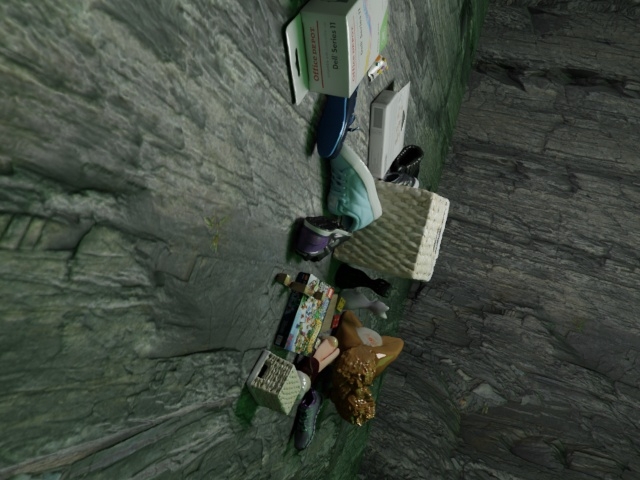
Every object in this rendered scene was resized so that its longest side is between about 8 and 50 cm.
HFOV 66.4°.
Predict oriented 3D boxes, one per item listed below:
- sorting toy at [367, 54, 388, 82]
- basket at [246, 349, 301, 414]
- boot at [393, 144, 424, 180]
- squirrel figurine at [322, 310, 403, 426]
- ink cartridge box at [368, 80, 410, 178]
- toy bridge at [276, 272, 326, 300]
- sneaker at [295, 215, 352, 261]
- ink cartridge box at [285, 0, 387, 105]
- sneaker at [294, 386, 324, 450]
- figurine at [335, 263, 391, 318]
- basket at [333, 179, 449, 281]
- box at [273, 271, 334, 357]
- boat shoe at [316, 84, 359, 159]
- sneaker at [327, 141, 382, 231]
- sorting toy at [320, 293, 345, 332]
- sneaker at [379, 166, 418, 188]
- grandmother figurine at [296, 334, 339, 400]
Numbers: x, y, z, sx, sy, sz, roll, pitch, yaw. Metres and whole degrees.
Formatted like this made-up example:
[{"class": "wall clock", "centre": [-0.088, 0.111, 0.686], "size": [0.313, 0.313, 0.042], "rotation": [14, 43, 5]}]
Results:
[{"class": "sorting toy", "centre": [0.182, -0.561, 1.610], "size": [0.075, 0.044, 0.083], "rotation": [-53, 158, -2]}, {"class": "basket", "centre": [-0.126, 0.408, 1.390], "size": [0.167, 0.103, 0.113], "rotation": [81, 32, -51]}, {"class": "boot", "centre": [0.377, -0.237, 2.220], "size": [0.260, 0.130, 0.348], "rotation": [88, 14, -55]}, {"class": "squirrel figurine", "centre": [0.124, 0.557, 1.978], "size": [0.397, 0.280, 0.371], "rotation": [-52, 167, -66]}, {"class": "ink cartridge box", "centre": [0.259, -0.427, 1.865], "size": [0.261, 0.066, 0.297], "rotation": [-54, 152, -45]}, {"class": "toy bridge", "centre": [-0.060, 0.133, 1.399], "size": [0.188, 0.063, 0.026], "rotation": [32, 73, -46]}, {"class": "sneaker", "centre": [0.000, 0.000, 1.475], "size": [0.124, 0.107, 0.283], "rotation": [-63, 159, 11]}, {"class": "ink cartridge box", "centre": [0.053, -0.491, 1.178], "size": [0.207, 0.119, 0.354], "rotation": [82, 30, -49]}, {"class": "sneaker", "centre": [-0.063, 0.659, 1.826], "size": [0.098, 0.083, 0.224], "rotation": [48, 52, -43]}, {"class": "figurine", "centre": [0.169, 0.207, 1.883], "size": [0.215, 0.209, 0.092], "rotation": [86, 27, -43]}, {"class": "basket", "centre": [0.260, -0.038, 1.775], "size": [0.266, 0.330, 0.329], "rotation": [4, 101, -68]}, {"class": "box", "centre": [-0.045, 0.231, 1.508], "size": [0.159, 0.044, 0.233], "rotation": [35, 70, -53]}, {"class": "boat shoe", "centre": [0.066, -0.340, 1.330], "size": [0.089, 0.108, 0.259], "rotation": [16, 91, -49]}, {"class": "sneaker", "centre": [0.080, -0.151, 1.509], "size": [0.150, 0.135, 0.366], "rotation": [-39, 135, -8]}, {"class": "sorting toy", "centre": [0.002, 0.248, 1.685], "size": [0.274, 0.046, 0.133], "rotation": [2, 103, -62]}, {"class": "sneaker", "centre": [0.287, -0.189, 2.081], "size": [0.153, 0.101, 0.269], "rotation": [35, 97, -37]}, {"class": "grandmother figurine", "centre": [-0.030, 0.437, 1.688], "size": [0.342, 0.103, 0.208], "rotation": [-33, 126, -66]}]
